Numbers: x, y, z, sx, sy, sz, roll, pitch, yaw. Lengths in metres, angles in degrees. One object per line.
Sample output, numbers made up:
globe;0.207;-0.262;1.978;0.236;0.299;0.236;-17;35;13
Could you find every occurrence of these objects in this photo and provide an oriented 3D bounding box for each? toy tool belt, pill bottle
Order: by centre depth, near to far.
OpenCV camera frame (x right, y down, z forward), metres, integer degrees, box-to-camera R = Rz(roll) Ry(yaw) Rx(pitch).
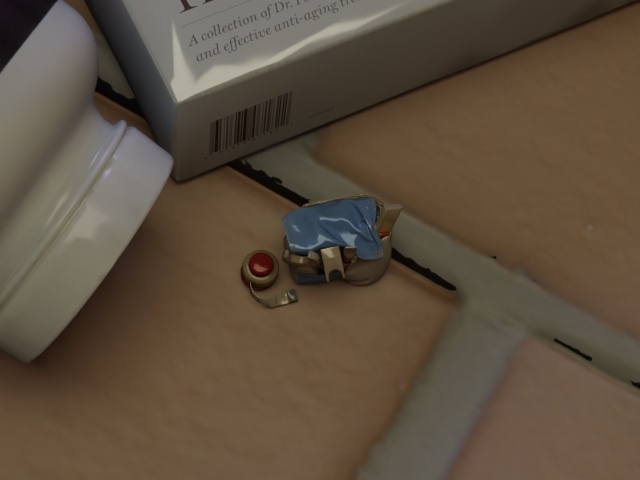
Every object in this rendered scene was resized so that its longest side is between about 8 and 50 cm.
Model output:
pill bottle;-0.233;-0.085;0.730;0.323;0.181;0.181;36;67;-13
toy tool belt;0.000;0.000;0.816;0.083;0.051;0.052;-14;70;-11

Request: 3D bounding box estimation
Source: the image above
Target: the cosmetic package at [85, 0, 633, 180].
cosmetic package;0.030;-0.234;0.896;0.377;0.097;0.284;-23;69;-15
